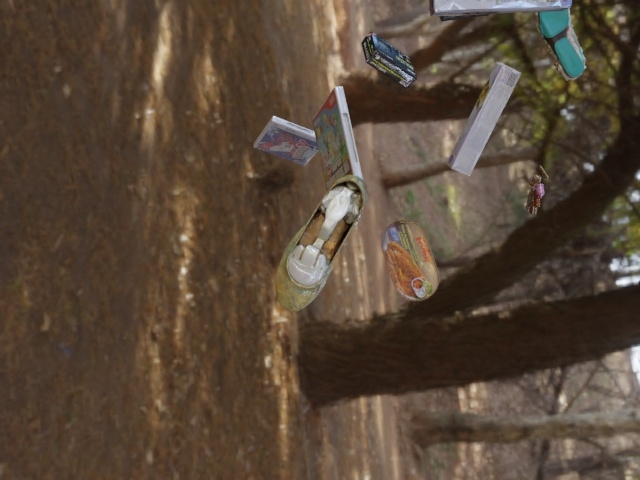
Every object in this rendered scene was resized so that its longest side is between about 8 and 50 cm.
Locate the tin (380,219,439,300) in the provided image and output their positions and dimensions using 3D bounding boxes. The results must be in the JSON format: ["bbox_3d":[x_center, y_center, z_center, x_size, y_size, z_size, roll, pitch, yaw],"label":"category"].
[{"bbox_3d":[0.206,0.044,1.766,0.040,0.106,0.189,-25,97,-74],"label":"tin"}]

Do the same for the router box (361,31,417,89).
[{"bbox_3d":[0.151,-0.397,1.705,0.122,0.038,0.092,26,35,-26],"label":"router box"}]

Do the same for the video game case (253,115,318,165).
[{"bbox_3d":[-0.098,-0.310,2.437,0.201,0.183,0.023,141,-35,-62],"label":"video game case"}]

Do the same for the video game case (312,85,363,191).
[{"bbox_3d":[0.043,-0.226,2.006,0.204,0.025,0.285,137,-55,-66],"label":"video game case"}]

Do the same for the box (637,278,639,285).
[{"bbox_3d":[0.748,0.115,1.576,0.180,0.077,0.147,48,25,15],"label":"box"}]

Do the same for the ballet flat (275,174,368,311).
[{"bbox_3d":[0.000,0.000,1.760,0.348,0.123,0.123,-59,166,-6],"label":"ballet flat"}]

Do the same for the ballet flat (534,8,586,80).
[{"bbox_3d":[0.553,-0.488,1.823,0.077,0.091,0.241,-112,177,-66],"label":"ballet flat"}]

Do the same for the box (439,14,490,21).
[{"bbox_3d":[0.336,-0.694,1.875,0.270,0.143,0.165,56,51,-39],"label":"box"}]

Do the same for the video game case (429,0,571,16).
[{"bbox_3d":[0.313,-0.539,1.362,0.061,0.244,0.269,-93,-179,-82],"label":"video game case"}]

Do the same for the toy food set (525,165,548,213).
[{"bbox_3d":[0.509,-0.112,1.838,0.078,0.019,0.122,-100,-167,-56],"label":"toy food set"}]

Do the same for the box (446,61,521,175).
[{"bbox_3d":[0.461,-0.344,2.200,0.063,0.067,0.324,-106,-142,-70],"label":"box"}]
